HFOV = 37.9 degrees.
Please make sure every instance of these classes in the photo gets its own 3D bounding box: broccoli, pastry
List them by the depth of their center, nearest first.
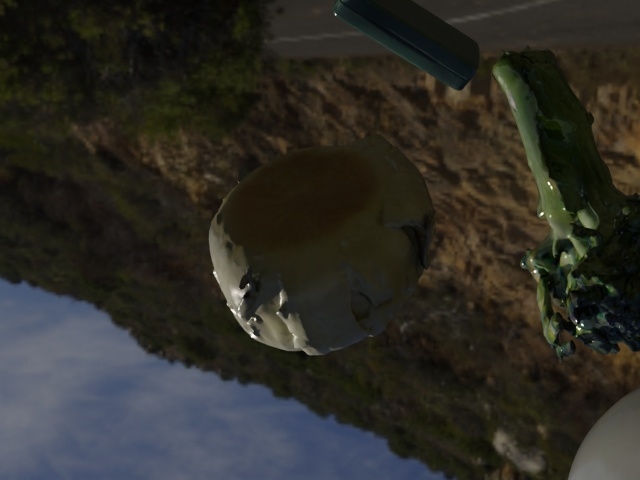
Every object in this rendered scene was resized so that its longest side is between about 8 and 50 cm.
[{"bbox_3d":[0.000,0.000,0.635,0.166,0.088,0.166,-11,-136,10],"label":"pastry"},{"bbox_3d":[0.238,-0.028,0.831,0.177,0.274,0.198,-24,152,-6],"label":"broccoli"}]

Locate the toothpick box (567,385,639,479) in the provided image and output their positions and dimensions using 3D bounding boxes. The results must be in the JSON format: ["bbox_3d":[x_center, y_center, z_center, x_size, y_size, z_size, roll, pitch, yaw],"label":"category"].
[{"bbox_3d":[0.188,0.173,0.313,0.229,0.316,0.229,3,152,2],"label":"toothpick box"}]

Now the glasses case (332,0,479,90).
[{"bbox_3d":[0.104,-0.252,1.111,0.184,0.039,0.077,29,-144,-12],"label":"glasses case"}]
